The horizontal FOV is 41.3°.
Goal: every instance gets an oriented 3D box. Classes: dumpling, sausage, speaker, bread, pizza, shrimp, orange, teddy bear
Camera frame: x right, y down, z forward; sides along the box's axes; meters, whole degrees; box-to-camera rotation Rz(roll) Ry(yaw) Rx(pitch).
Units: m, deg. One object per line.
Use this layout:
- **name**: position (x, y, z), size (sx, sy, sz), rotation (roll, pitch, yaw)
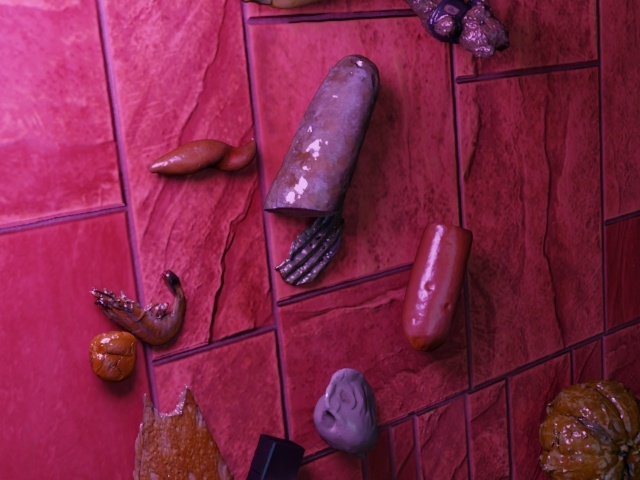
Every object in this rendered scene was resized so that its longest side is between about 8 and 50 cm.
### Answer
- **dumpling**: position (0.045, 0.332, 1.618), size (0.108, 0.152, 0.219), rotation (-17, 132, 9)
- **sausage**: position (0.229, 0.095, 1.707), size (0.114, 0.114, 0.259), rotation (20, 83, -37)
- **speaker**: position (-0.104, 0.469, 1.548), size (0.082, 0.044, 0.218), rotation (24, 82, -37)
- **bread**: position (-0.326, 0.180, 1.339), size (0.081, 0.046, 0.083), rotation (41, 71, -36)
- **pizza**: position (-0.249, 0.363, 1.430), size (0.181, 0.034, 0.262), rotation (-27, 112, -32)
- **shrimp**: position (-0.281, 0.092, 1.369), size (0.178, 0.034, 0.124), rotation (42, 69, -35)
- **orange**: position (0.647, 0.483, 2.008), size (0.300, 0.223, 0.301), rotation (40, 72, -18)
- **teddy bear**: position (0.252, -0.438, 1.633), size (0.251, 0.129, 0.182), rotation (45, 61, 9)

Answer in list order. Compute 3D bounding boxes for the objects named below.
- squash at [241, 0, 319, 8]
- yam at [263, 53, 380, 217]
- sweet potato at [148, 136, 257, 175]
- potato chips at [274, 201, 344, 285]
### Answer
- **squash**: position (-0.030, -0.454, 1.450), size (0.287, 0.137, 0.137), rotation (-29, 113, -16)
- **yam**: position (0.016, -0.178, 1.503), size (0.133, 0.133, 0.330), rotation (31, 74, -36)
- **sweet potato**: position (-0.187, -0.137, 1.393), size (0.202, 0.058, 0.055), rotation (-10, 82, -35)
- **potato chips**: position (0.000, 0.000, 1.572), size (0.207, 0.028, 0.092), rotation (-52, 124, -17)
